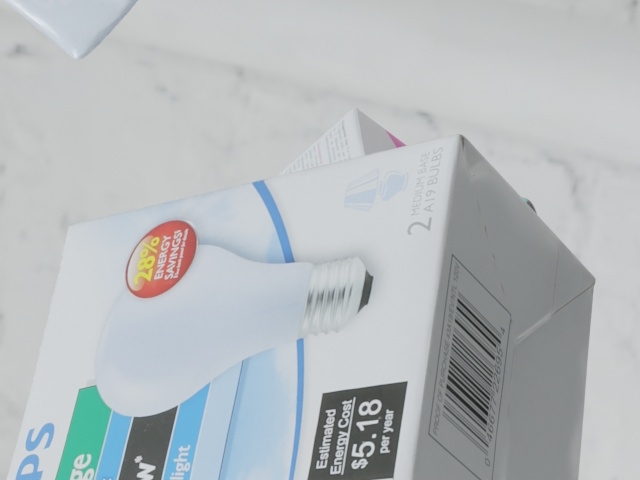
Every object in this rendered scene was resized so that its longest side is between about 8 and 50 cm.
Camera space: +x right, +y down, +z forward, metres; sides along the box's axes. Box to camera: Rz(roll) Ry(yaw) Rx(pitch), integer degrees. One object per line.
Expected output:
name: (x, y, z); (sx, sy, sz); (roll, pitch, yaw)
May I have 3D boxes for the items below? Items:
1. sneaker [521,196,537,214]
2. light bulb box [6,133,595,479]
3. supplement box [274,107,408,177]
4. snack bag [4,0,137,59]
sneaker: (0.225, 0.021, 2.019); (0.076, 0.065, 0.166); (-32, -53, -31)
light bulb box: (-0.020, 0.154, 1.385); (0.225, 0.361, 0.358); (44, -135, -42)
supplement box: (0.000, 0.000, 1.798); (0.111, 0.220, 0.114); (34, -153, -30)
snack bag: (-0.178, -0.306, 1.225); (0.342, 0.323, 0.037); (-44, 15, 34)
